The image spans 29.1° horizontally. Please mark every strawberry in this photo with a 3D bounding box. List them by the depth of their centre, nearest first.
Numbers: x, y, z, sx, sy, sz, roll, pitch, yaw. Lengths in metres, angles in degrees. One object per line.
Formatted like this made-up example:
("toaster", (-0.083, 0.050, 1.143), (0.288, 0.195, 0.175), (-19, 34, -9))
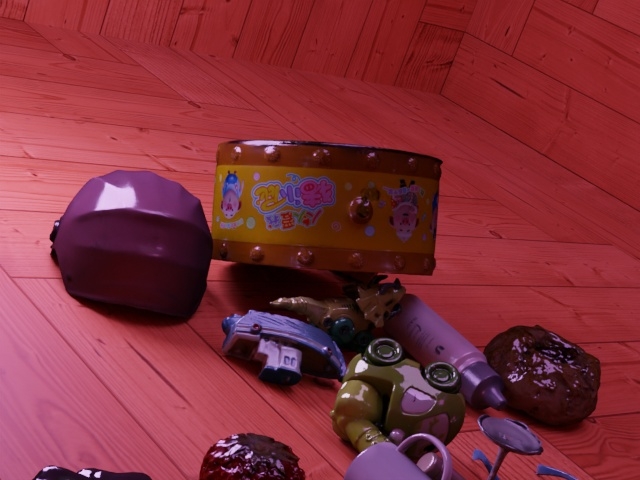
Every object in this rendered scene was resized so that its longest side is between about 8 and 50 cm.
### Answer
("strawberry", (-0.084, 0.299, 1.564), (0.145, 0.086, 0.145), (19, 17, -6))

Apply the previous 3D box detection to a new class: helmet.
("helmet", (-0.303, -0.019, 2.050), (0.270, 0.197, 0.338), (13, 21, -16))

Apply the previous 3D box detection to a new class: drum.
("drum", (0.009, -0.054, 2.221), (0.431, 0.214, 0.431), (4, -1, 0))

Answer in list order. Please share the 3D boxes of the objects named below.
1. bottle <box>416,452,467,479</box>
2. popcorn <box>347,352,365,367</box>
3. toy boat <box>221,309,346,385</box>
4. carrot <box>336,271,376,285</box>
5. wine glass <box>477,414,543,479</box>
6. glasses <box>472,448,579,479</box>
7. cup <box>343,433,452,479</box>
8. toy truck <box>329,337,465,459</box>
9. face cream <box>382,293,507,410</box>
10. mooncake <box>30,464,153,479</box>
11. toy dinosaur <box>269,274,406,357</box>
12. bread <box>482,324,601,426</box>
("bottle", (0.178, 0.340, 1.734), (0.096, 0.045, 0.045), (45, 11, -21))
("popcorn", (0.087, 0.208, 2.048), (0.083, 0.068, 0.059), (-11, -20, 21))
("toy boat", (-0.057, 0.187, 1.941), (0.215, 0.088, 0.102), (16, 53, -15))
("carrot", (0.003, 0.013, 2.481), (0.260, 0.070, 0.070), (28, 20, 16))
("wine glass", (0.225, 0.332, 1.650), (0.122, 0.183, 0.122), (20, 17, -6))
("glasses", (0.323, 0.387, 1.836), (0.189, 0.088, 0.220), (14, 0, -19))
("cup", (0.118, 0.331, 1.628), (0.133, 0.136, 0.099), (39, -18, 46))
("toy truck", (0.098, 0.256, 1.817), (0.187, 0.148, 0.210), (34, 48, 25))
("face cream", (0.225, 0.204, 2.151), (0.092, 0.092, 0.311), (6, 23, -38))
("mooncake", (-0.214, 0.344, 1.222), (0.283, 0.141, 0.283), (19, 21, -8))
("toy dinosaur", (0.023, 0.133, 2.067), (0.259, 0.153, 0.094), (-1, 25, -30))
("bread", (0.398, 0.235, 2.206), (0.230, 0.123, 0.230), (20, 16, -6))
